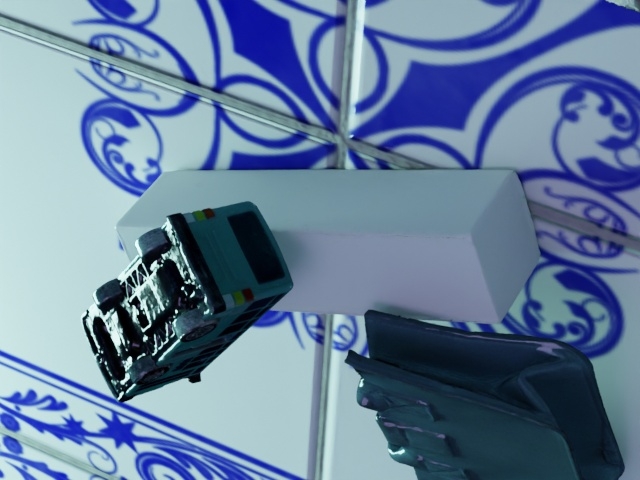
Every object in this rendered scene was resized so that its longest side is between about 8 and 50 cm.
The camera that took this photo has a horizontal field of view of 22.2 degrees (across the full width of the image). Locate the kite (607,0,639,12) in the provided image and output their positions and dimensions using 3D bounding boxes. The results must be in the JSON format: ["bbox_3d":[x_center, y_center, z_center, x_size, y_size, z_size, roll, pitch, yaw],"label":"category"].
[{"bbox_3d":[0.171,-0.194,0.914,0.360,0.022,0.204,9,131,22],"label":"kite"}]

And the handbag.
[{"bbox_3d":[0.116,0.132,1.158,0.179,0.062,0.229,13,154,26],"label":"handbag"}]

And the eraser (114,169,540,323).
[{"bbox_3d":[0.000,0.001,1.156,0.298,0.078,0.076,1,127,33],"label":"eraser"}]

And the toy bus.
[{"bbox_3d":[-0.094,0.044,1.130,0.160,0.092,0.079,-44,67,48],"label":"toy bus"}]
